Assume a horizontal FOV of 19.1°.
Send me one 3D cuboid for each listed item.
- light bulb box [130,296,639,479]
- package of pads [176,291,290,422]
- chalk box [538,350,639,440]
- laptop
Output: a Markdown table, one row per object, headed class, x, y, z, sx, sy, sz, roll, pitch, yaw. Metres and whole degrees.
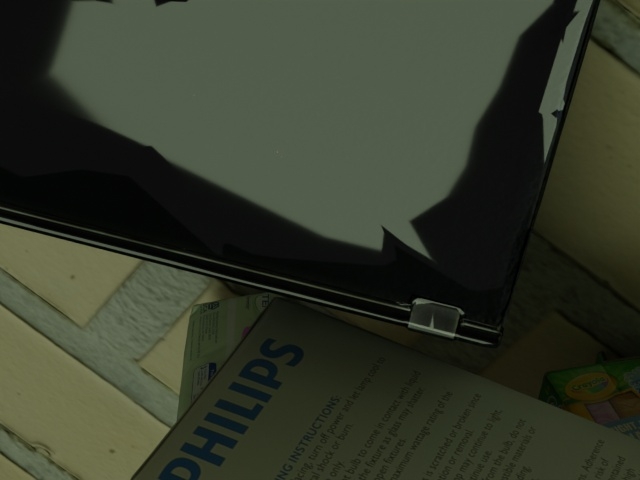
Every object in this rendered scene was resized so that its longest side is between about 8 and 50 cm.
| class | x | y | z | sx | sy | sz | roll | pitch | yaw |
| --- | --- | --- | --- | --- | --- | --- | --- | --- | --- |
| light bulb box | 0.062 | 0.287 | 1.248 | 0.361 | 0.225 | 0.358 | 21 | 127 | 14 |
| package of pads | -0.034 | 0.225 | 1.560 | 0.101 | 0.229 | 0.296 | -11 | 129 | 9 |
| chalk box | 0.229 | 0.170 | 1.384 | 0.132 | 0.213 | 0.132 | -7 | 126 | -18 |
| laptop | -0.045 | -0.090 | 1.217 | 0.382 | 0.236 | 0.408 | 15 | 179 | 3 |
